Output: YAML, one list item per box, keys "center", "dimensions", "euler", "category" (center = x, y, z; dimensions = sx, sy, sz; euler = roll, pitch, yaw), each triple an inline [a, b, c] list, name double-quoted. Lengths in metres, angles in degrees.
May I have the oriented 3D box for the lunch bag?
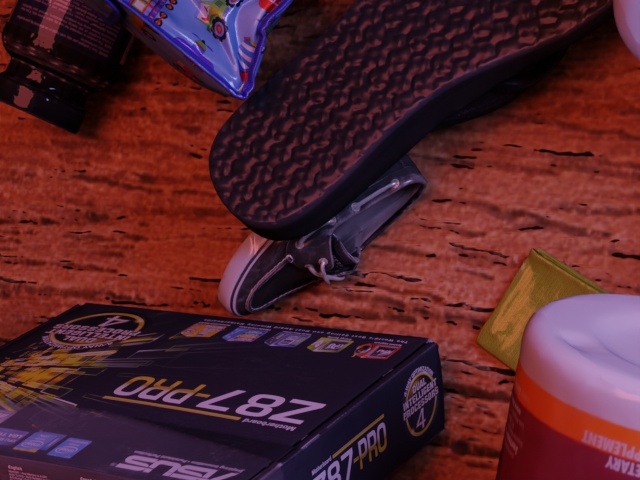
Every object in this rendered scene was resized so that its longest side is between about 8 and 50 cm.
- center: [-0.172, -0.251, 1.699]
  dimensions: [0.293, 0.221, 0.138]
  euler: [28, 92, -8]
  category: "lunch bag"

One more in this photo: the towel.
- center: [0.238, 0.105, 1.562]
  dimensions: [0.237, 0.021, 0.102]
  euler: [36, 96, 32]
  category: "towel"

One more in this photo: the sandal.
- center: [0.101, -0.162, 1.651]
  dimensions: [0.445, 0.107, 0.168]
  euler: [-35, 62, 11]
  category: "sandal"

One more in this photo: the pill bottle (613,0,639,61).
- center: [0.321, -0.294, 1.481]
  dimensions: [0.188, 0.188, 0.334]
  euler: [-16, 49, 26]
  category: "pill bottle"

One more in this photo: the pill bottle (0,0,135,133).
- center: [-0.238, -0.222, 1.868]
  dimensions: [0.122, 0.123, 0.219]
  euler: [24, 89, 33]
  category: "pill bottle"

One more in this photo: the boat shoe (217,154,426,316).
- center: [0.000, 0.000, 1.696]
  dimensions: [0.219, 0.078, 0.070]
  euler: [-44, 59, 12]
  category: "boat shoe"

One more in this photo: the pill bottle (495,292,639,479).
- center: [0.221, 0.255, 1.353]
  dimensions: [0.224, 0.224, 0.392]
  euler: [19, 110, 33]
  category: "pill bottle"

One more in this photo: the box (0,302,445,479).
- center: [-0.139, 0.159, 1.599]
  dimensions: [0.395, 0.318, 0.097]
  euler: [5, 113, 32]
  category: "box"
